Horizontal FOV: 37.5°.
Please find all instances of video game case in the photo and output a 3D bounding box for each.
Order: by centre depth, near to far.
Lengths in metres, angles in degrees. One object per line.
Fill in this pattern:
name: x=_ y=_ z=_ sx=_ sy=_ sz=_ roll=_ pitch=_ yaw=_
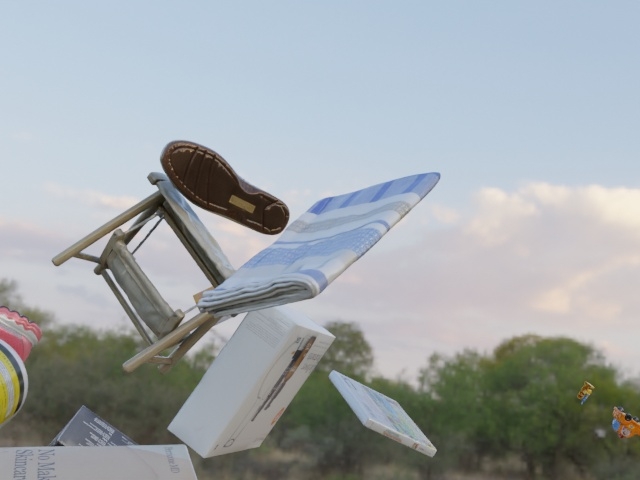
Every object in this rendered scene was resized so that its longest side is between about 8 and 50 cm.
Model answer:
video game case: x=0.138 y=0.394 z=2.153 sx=0.206 sy=0.026 sz=0.227 roll=30 pitch=7 yaw=-28

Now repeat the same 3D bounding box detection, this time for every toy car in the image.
toy car: x=0.461 y=0.276 z=1.498 sx=0.060 sy=0.040 sz=0.122 roll=32 pitch=4 yaw=-29

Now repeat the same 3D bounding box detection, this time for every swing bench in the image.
swing bench: x=-0.281 y=0.061 z=1.664 sx=0.254 sy=0.253 sz=0.165 roll=-39 pitch=-16 yaw=7

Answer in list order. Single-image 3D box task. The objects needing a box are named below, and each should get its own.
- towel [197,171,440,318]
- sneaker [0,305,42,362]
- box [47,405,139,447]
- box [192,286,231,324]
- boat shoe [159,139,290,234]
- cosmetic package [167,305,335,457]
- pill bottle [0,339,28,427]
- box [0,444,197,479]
towel: x=0.000 y=0.000 z=1.151 sx=0.209 sy=0.034 sz=0.285 roll=-13 pitch=20 yaw=46
sneaker: x=-0.701 y=0.170 z=1.870 sx=0.116 sy=0.136 sz=0.314 roll=-9 pitch=-37 yaw=44
box: x=-0.306 y=0.416 z=1.485 sx=0.307 sy=0.076 sz=0.242 roll=38 pitch=-44 yaw=-8
box: x=-0.185 y=0.118 z=1.938 sx=0.136 sy=0.028 sz=0.081 roll=-26 pitch=-51 yaw=-9
boat shoe: x=-0.177 y=-0.087 z=1.635 sx=0.257 sy=0.095 sz=0.095 roll=36 pitch=-8 yaw=-27
cosmetic package: x=-0.116 y=0.263 z=1.798 sx=0.097 sy=0.284 sz=0.377 roll=37 pitch=0 yaw=14
pill bottle: x=-0.415 y=0.183 z=1.020 sx=0.119 sy=0.119 sz=0.208 roll=6 pitch=12 yaw=7
box: x=-0.266 y=0.263 z=0.834 sx=0.311 sy=0.121 sz=0.148 roll=2 pitch=10 yaw=-18
